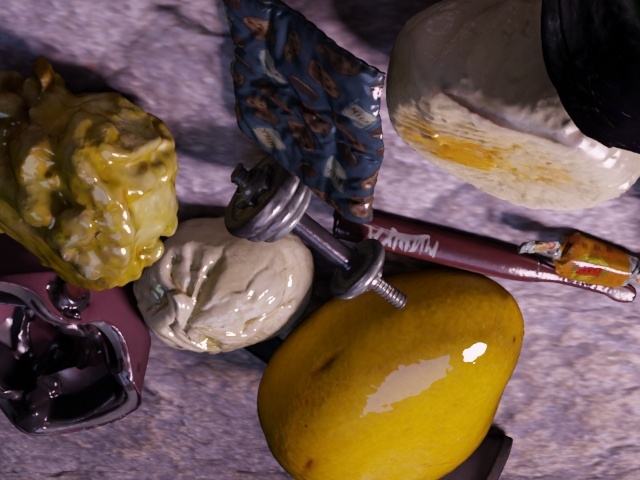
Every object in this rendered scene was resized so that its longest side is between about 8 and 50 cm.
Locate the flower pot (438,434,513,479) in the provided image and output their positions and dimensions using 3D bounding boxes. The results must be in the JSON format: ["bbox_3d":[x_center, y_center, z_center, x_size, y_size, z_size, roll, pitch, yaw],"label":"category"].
[{"bbox_3d":[0.148,0.363,2.092,0.166,0.269,0.269,33,150,3],"label":"flower pot"}]

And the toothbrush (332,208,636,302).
[{"bbox_3d":[0.190,0.019,1.633,0.363,0.041,0.041,13,151,-5],"label":"toothbrush"}]

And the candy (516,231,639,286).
[{"bbox_3d":[0.301,0.021,1.594,0.182,0.046,0.053,14,148,-16],"label":"candy"}]

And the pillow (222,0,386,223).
[{"bbox_3d":[-0.016,-0.129,1.366,0.189,0.034,0.256,36,155,19],"label":"pillow"}]

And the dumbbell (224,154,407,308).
[{"bbox_3d":[0.000,0.000,1.557,0.254,0.110,0.110,39,142,-24],"label":"dumbbell"}]

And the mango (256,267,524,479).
[{"bbox_3d":[0.096,0.179,1.770,0.301,0.221,0.445,20,144,-23],"label":"mango"}]

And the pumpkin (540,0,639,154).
[{"bbox_3d":[0.290,-0.197,1.034,0.295,0.296,0.296,8,151,5],"label":"pumpkin"}]

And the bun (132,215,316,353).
[{"bbox_3d":[-0.119,0.067,1.720,0.229,0.145,0.229,8,147,5],"label":"bun"}]

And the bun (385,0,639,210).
[{"bbox_3d":[0.184,-0.129,1.259,0.243,0.153,0.244,22,170,4],"label":"bun"}]

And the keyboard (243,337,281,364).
[{"bbox_3d":[-0.056,0.164,2.003,0.063,0.010,0.198,-14,143,35],"label":"keyboard"}]

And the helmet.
[{"bbox_3d":[-0.355,0.087,1.777,0.271,0.197,0.338,-27,127,36],"label":"helmet"}]

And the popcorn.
[{"bbox_3d":[-0.257,-0.075,1.499,0.233,0.192,0.266,4,130,44],"label":"popcorn"}]
